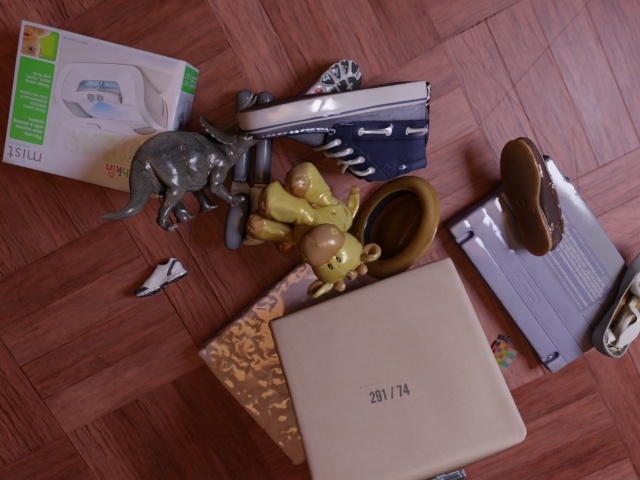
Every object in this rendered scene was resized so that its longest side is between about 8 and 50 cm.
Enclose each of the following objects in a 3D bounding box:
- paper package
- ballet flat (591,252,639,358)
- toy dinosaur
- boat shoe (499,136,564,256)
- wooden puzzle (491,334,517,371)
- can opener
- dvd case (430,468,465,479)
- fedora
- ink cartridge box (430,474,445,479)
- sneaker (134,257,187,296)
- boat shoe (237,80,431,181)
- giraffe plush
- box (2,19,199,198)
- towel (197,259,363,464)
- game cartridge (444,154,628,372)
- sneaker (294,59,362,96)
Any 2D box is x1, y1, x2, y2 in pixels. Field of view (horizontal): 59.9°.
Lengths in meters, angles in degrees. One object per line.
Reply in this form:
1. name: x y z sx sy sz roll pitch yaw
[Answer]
1. paper package: 0.114 0.230 0.902 0.324 0.168 0.310 -20 66 4
2. ballet flat: 0.560 0.114 0.982 0.072 0.068 0.213 24 101 -5
3. toy dinosaur: -0.219 -0.111 0.872 0.313 0.121 0.160 -25 104 -33
4. boat shoe: 0.364 -0.079 0.948 0.073 0.073 0.207 -27 107 -33
5. wooden puzzle: 0.355 0.227 1.094 0.049 0.006 0.083 29 100 -6
6. can opener: -0.122 -0.122 0.982 0.074 0.093 0.281 5 97 0
7. dvd case: 0.172 0.394 0.886 0.119 0.087 0.013 -19 62 2
8. fedora: 0.146 -0.017 0.987 0.079 0.194 0.194 22 104 -41
9. ink cartridge box: 0.177 0.432 1.037 0.085 0.203 0.148 -27 100 7
10. sneaker: -0.306 0.071 1.047 0.109 0.040 0.044 -30 84 2
11. boat shoe: 0.039 -0.163 0.905 0.340 0.127 0.158 -14 109 -22
12. giraffe plush: 0.000 0.000 0.921 0.210 0.171 0.181 13 126 -32
13. box: -0.364 -0.214 0.941 0.261 0.127 0.231 14 100 -4
14. towel: -0.017 0.224 1.069 0.332 0.053 0.317 -39 98 6
15. game cartridge: 0.424 0.046 1.032 0.230 0.068 0.355 -37 99 3
16. sneaker: -0.005 -0.257 0.965 0.170 0.071 0.068 -36 122 -8
